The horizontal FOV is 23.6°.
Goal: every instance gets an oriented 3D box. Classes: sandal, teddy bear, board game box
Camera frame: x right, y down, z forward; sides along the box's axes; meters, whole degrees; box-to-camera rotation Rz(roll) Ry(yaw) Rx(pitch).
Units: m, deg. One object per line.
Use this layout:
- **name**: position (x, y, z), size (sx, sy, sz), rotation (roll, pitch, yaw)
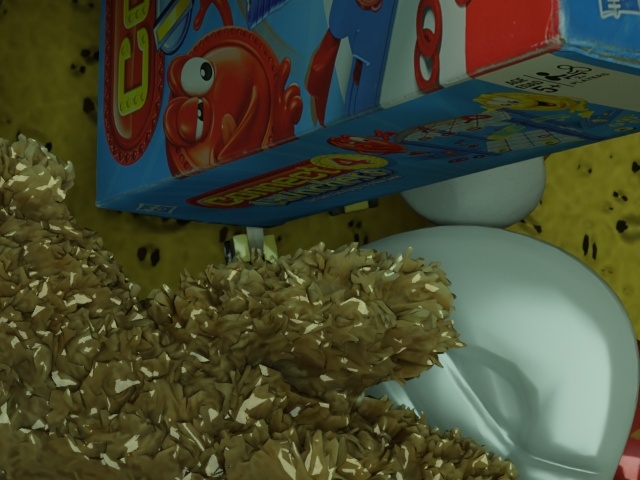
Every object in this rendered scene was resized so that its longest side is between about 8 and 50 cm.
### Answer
- **sandal**: position (-0.029, 0.162, 0.662), size (0.169, 0.102, 0.416), rotation (40, 98, 9)
- **teddy bear**: position (-0.036, 0.102, 0.568), size (0.338, 0.113, 0.245), rotation (14, 102, 5)
- **board game box**: position (0.019, -0.176, 0.542), size (0.086, 0.302, 0.308), rotation (5, 80, -30)

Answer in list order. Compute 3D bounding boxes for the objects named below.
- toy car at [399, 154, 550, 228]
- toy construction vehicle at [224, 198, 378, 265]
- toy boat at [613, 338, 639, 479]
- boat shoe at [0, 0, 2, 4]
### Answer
- **toy car**: position (0.084, -0.105, 0.639), size (0.136, 0.182, 0.159), rotation (45, 56, 11)
- **toy construction vehicle**: position (0.000, 0.000, 0.692), size (0.086, 0.035, 0.098), rotation (-7, 90, -8)
- **toy boat**: position (0.254, 0.103, 0.643), size (0.318, 0.148, 0.267), rotation (-3, 133, 9)
- **boat shoe**: position (-0.202, -0.078, 0.529), size (0.500, 0.187, 0.156), rotation (-10, 106, 24)
